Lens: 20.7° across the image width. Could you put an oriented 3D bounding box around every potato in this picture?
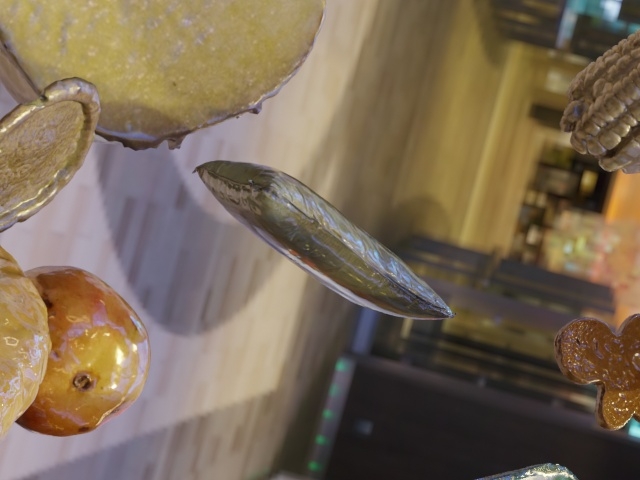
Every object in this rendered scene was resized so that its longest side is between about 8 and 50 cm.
[{"bbox_3d":[-0.206,-0.317,2.086,0.442,0.385,0.319,-36,-167,-12],"label":"potato"}]

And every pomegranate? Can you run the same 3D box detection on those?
[{"bbox_3d":[-0.278,0.115,1.886,0.191,0.191,0.191,15,90,-82],"label":"pomegranate"}]

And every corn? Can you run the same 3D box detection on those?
[{"bbox_3d":[0.257,-0.123,1.189,0.211,0.087,0.087,-37,-165,31],"label":"corn"}]

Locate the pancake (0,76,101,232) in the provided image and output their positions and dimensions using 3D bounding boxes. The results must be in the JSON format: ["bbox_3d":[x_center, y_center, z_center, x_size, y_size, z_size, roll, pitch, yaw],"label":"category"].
[{"bbox_3d":[-0.280,-0.080,1.693,0.199,0.021,0.199,-45,164,-17],"label":"pancake"}]

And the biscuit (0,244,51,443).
[{"bbox_3d":[-0.395,0.011,1.172,0.429,0.446,0.104,-2,124,-52],"label":"biscuit"}]

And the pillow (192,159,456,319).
[{"bbox_3d":[0.000,0.000,1.957,0.075,0.302,0.185,-59,-150,-8],"label":"pillow"}]

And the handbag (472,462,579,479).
[{"bbox_3d":[0.158,0.370,1.536,0.238,0.089,0.326,-9,87,-38],"label":"handbag"}]

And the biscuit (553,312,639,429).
[{"bbox_3d":[0.337,0.147,1.905,0.031,0.205,0.138,-23,-136,60],"label":"biscuit"}]
